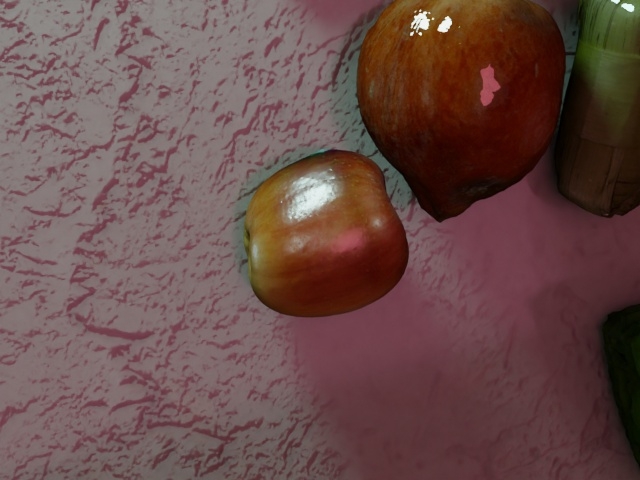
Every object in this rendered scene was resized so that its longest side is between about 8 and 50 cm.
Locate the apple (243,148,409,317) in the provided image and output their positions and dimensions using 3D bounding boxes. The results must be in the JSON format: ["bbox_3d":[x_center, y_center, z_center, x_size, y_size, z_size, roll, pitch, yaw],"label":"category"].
[{"bbox_3d":[0.000,0.000,1.416,0.199,0.199,0.199,-1,95,-9],"label":"apple"}]

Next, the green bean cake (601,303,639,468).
[{"bbox_3d":[0.435,0.192,1.455,0.156,0.250,0.247,-18,99,-7],"label":"green bean cake"}]

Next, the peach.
[{"bbox_3d":[0.150,-0.147,1.400,0.232,0.232,0.257,17,94,-10],"label":"peach"}]

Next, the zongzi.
[{"bbox_3d":[0.401,-0.185,1.500,0.300,0.145,0.274,-22,130,-42],"label":"zongzi"}]
